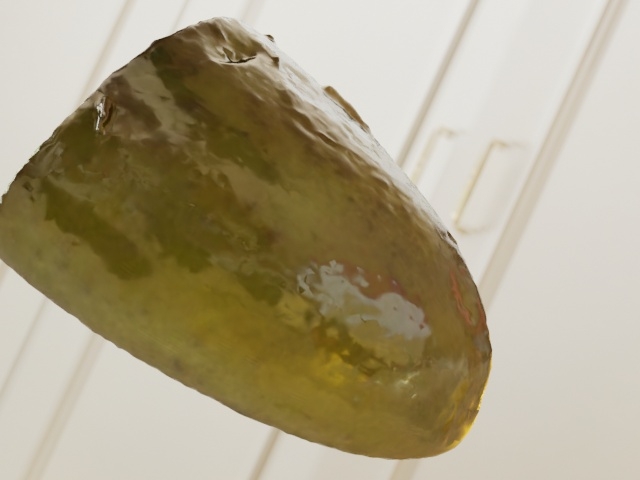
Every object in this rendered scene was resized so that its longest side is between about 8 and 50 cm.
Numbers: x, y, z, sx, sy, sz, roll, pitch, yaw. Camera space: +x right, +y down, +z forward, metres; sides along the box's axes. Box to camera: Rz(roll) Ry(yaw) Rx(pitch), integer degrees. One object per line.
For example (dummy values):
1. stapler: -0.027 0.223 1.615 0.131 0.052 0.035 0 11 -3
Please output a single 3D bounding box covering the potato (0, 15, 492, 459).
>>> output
1. potato: 0.000 0.000 0.945 0.255 0.112 0.269 39 -147 10
